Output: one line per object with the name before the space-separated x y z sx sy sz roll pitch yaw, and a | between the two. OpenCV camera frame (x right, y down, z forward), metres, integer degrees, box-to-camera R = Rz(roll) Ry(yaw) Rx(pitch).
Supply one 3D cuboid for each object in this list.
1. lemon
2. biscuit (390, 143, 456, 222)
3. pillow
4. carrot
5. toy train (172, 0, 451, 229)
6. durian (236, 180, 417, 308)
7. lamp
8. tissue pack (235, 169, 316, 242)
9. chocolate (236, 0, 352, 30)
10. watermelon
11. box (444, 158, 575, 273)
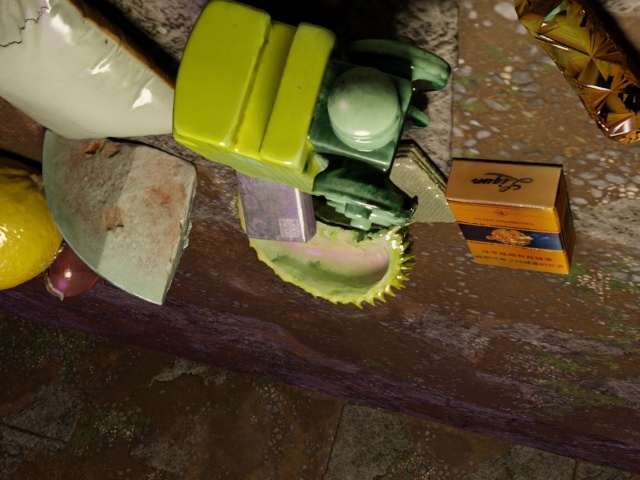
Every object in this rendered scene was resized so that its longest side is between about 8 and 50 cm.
lemon | -0.660 -0.035 1.599 0.292 0.293 0.293 15 160 5
biscuit | 0.132 -0.081 1.182 0.121 0.041 0.199 0 155 37
pillow | -0.346 -0.230 1.048 0.312 0.119 0.310 2 154 36
carrot | 0.271 -0.175 0.786 0.068 0.069 0.228 -4 151 45
toy train | -0.012 -0.127 0.872 0.272 0.179 0.442 16 180 4
durian | 0.000 0.000 1.309 0.351 0.158 0.169 21 163 27
lamp | -0.626 0.060 2.040 0.223 0.151 0.215 -22 -175 -26
tissue pack | -0.070 -0.076 1.225 0.112 0.051 0.156 6 119 25
chocolate | -0.043 -0.257 0.792 0.148 0.080 0.125 24 159 -23
watermelon | -0.326 -0.062 1.407 0.387 0.258 0.228 55 -171 19
box | 0.284 -0.030 1.155 0.152 0.070 0.237 7 157 26
